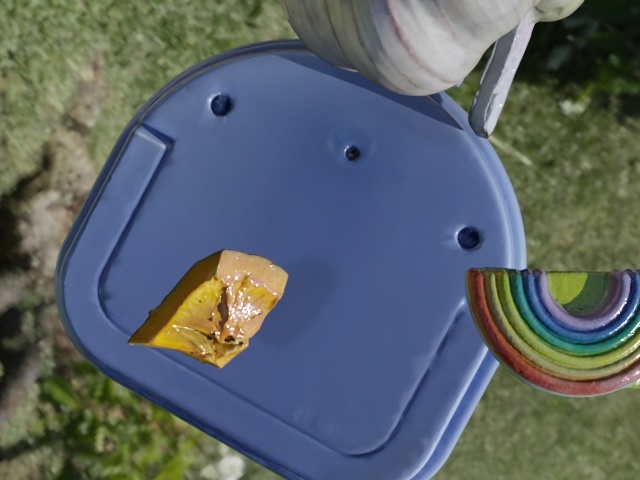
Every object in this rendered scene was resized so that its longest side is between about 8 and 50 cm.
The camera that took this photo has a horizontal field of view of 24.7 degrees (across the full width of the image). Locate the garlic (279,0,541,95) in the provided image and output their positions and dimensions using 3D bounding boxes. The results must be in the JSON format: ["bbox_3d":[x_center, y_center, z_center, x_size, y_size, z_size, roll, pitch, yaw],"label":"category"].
[{"bbox_3d":[0.059,-0.242,0.967,0.245,0.245,0.253,-42,128,-4],"label":"garlic"}]

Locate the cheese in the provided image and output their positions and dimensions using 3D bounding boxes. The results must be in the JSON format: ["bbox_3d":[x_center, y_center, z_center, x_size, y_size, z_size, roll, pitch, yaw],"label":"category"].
[{"bbox_3d":[0.174,-0.215,1.136,0.163,0.082,0.286,42,68,-71],"label":"cheese"}]

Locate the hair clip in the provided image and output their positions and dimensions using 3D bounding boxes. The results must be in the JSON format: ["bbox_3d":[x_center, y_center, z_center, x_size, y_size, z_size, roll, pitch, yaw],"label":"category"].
[{"bbox_3d":[0.157,0.044,0.690,0.188,0.033,0.060,2,87,-20],"label":"hair clip"}]

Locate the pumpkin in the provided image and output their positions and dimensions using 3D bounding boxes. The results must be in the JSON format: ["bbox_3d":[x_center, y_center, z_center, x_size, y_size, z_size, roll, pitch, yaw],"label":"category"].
[{"bbox_3d":[-0.073,0.052,0.998,0.073,0.035,0.101,29,109,-37],"label":"pumpkin"}]

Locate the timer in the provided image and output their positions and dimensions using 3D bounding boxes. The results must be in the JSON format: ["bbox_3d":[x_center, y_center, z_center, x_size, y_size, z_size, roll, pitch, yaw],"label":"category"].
[{"bbox_3d":[0.000,0.000,1.243,0.395,0.395,0.173,-49,172,4],"label":"timer"}]
